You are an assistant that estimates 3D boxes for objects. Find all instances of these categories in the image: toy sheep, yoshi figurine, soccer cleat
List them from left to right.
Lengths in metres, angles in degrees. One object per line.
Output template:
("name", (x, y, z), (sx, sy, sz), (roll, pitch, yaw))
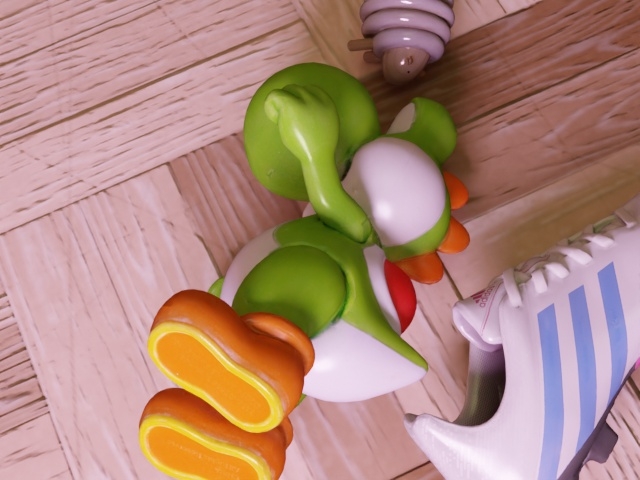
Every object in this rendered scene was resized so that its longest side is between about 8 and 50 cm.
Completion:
("yoshi figurine", (-0.026, -0.007, 0.859), (0.203, 0.203, 0.362), (-9, 32, 37))
("toy sheep", (0.073, -0.198, 1.013), (0.091, 0.091, 0.132), (4, 83, 6))
("soccer cleat", (0.186, 0.045, 0.855), (0.143, 0.116, 0.331), (35, 72, -1))
